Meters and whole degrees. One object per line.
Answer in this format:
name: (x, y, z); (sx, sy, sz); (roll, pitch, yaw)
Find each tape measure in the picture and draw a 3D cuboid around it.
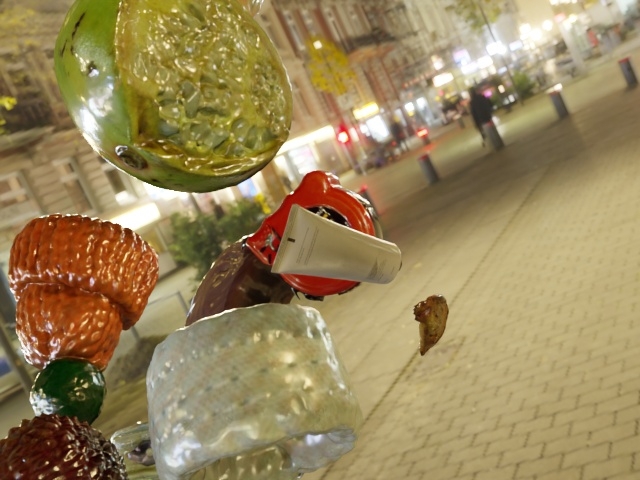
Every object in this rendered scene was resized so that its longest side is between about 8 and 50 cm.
tape measure: (0.001, -0.001, 1.665); (0.253, 0.260, 0.114); (-48, -10, 13)

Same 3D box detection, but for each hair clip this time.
hair clip: (-0.258, 0.394, 1.529); (0.321, 0.138, 0.091); (-16, -12, 24)

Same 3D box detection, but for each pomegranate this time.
pomegranate: (-0.193, -0.227, 1.064); (0.216, 0.309, 0.359); (-23, 39, 43)

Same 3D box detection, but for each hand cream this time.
hand cream: (0.028, 0.016, 0.994); (0.186, 0.087, 0.054); (14, 8, -34)

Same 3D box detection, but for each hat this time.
hat: (-0.475, 0.168, 1.527); (0.285, 0.400, 0.285); (7, -21, 3)

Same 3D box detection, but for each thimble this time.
thimble: (-0.093, 0.230, 1.126); (0.291, 0.195, 0.291); (-13, -28, -7)

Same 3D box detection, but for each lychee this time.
lychee: (-0.410, 0.395, 1.169); (0.271, 0.271, 0.271); (-25, 5, 3)

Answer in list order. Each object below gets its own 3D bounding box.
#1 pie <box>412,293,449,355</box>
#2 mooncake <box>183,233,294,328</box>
pie: (0.211, 0.147, 1.474); (0.088, 0.033, 0.191); (-50, -29, -19)
mooncake: (-0.184, 0.156, 1.836); (0.326, 0.174, 0.334); (-53, 21, 8)
